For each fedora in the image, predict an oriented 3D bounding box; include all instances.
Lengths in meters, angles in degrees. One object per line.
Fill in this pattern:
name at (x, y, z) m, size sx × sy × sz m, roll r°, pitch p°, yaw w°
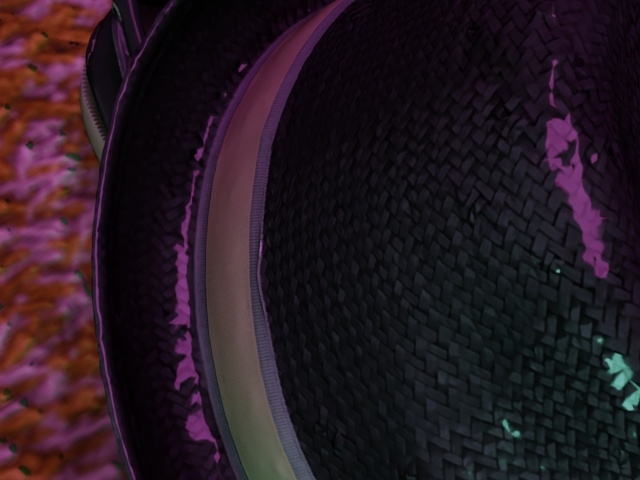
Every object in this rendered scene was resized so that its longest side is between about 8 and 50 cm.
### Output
fedora at (0.088, 0.012, 0.462) m, size 0.334 × 0.152 × 0.334 m, roll 10°, pitch 69°, yaw -26°

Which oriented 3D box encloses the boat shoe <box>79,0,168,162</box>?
boat shoe at (0.003, -0.002, 0.582) m, size 0.127 × 0.113 × 0.340 m, roll -17°, pitch 58°, yaw -23°
